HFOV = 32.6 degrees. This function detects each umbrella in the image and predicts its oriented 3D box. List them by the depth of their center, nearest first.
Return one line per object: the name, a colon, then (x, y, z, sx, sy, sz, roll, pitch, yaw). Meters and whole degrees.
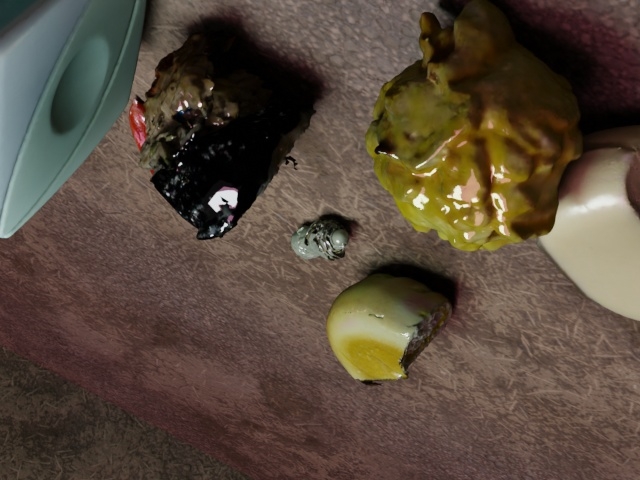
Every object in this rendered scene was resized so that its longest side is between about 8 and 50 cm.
umbrella: (0.000, 0.000, 1.684, 0.143, 0.062, 0.067, -4, 106, 59)

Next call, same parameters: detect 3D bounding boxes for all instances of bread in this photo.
bread: (0.102, 0.119, 1.700, 0.156, 0.158, 0.261, 52, 149, -17)

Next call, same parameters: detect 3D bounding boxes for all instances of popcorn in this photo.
popcorn: (0.151, -0.115, 1.150, 0.233, 0.192, 0.266, 9, 111, 59)

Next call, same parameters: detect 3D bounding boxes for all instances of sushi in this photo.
sushi: (-0.144, -0.142, 1.421, 0.219, 0.225, 0.238, 46, 119, -10)

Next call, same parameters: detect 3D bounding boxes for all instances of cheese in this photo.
cheese: (0.364, -0.013, 1.199, 0.266, 0.127, 0.233, 42, 150, -28)

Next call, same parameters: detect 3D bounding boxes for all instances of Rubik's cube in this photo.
Rubik's cube: (-0.435, -0.255, 1.302, 0.352, 0.351, 0.347, 28, 139, 9)

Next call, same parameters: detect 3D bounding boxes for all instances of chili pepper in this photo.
chili pepper: (-0.257, -0.145, 1.713, 0.059, 0.050, 0.191, 14, 137, 37)
